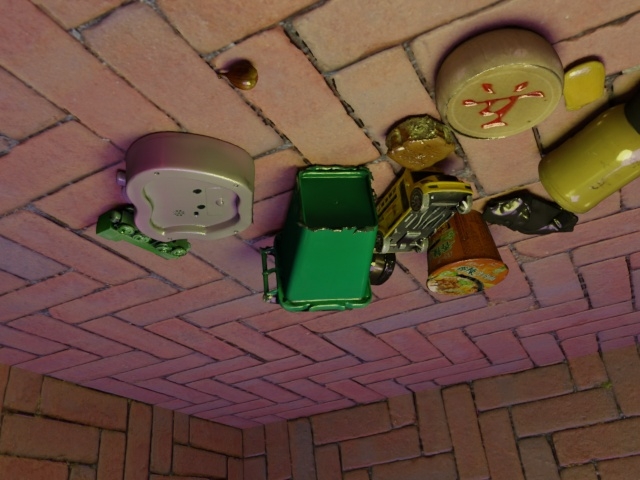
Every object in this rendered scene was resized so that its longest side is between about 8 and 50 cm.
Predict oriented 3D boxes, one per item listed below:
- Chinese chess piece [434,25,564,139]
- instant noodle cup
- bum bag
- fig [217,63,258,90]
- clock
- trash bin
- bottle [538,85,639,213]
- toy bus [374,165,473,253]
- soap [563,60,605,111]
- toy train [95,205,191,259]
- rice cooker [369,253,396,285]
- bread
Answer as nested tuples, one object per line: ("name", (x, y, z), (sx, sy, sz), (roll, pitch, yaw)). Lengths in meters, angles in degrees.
("Chinese chess piece", (0.354, -0.307, 1.234), (0.250, 0.102, 0.249), (-3, 152, -2))
("instant noodle cup", (0.402, 0.031, 1.768), (0.231, 0.182, 0.230), (-5, 151, -3))
("bum bag", (0.607, -0.064, 1.746), (0.327, 0.079, 0.142), (10, 151, -29))
("fig", (-0.160, -0.313, 1.183), (0.084, 0.050, 0.050), (8, 154, 15))
("clock", (-0.314, -0.113, 1.450), (0.339, 0.102, 0.338), (-4, 151, -2))
("trash bin", (0.000, 0.000, 1.587), (0.296, 0.259, 0.381), (-1, 144, -9))
("bottle", (0.679, -0.219, 1.392), (0.172, 0.171, 0.351), (11, 145, -28))
("toy bus", (0.243, -0.082, 1.568), (0.144, 0.152, 0.330), (0, 153, -22))
("soap", (0.563, -0.322, 1.315), (0.089, 0.033, 0.168), (-16, 151, 22))
("toy train", (-0.462, -0.012, 1.633), (0.119, 0.084, 0.251), (-19, 147, 32))
("rice cooker", (0.160, 0.071, 1.869), (0.107, 0.112, 0.165), (7, 148, -12))
("bread", (0.226, -0.221, 1.396), (0.140, 0.069, 0.128), (18, 142, -39))
